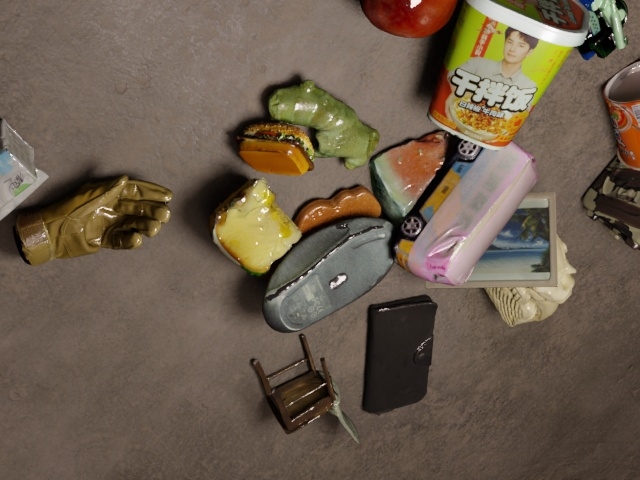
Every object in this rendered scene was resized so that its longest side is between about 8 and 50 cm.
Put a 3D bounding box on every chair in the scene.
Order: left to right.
[{"bbox_3d":[-0.033,0.421,2.106,0.186,0.160,0.319,-28,125,-13],"label":"chair"}]

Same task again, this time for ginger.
[{"bbox_3d":[0.010,-0.249,1.770,0.137,0.089,0.290,-28,137,27],"label":"ginger"}]

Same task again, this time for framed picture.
[{"bbox_3d":[0.408,0.000,1.951,0.315,0.231,0.024,-3,171,18],"label":"framed picture"}]

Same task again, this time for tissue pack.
[{"bbox_3d":[-0.643,-0.091,1.533,0.229,0.159,0.145,-37,127,0],"label":"tissue pack"}]

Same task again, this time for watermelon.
[{"bbox_3d":[0.254,-0.154,1.926,0.257,0.140,0.192,-35,135,-10],"label":"watermelon"}]

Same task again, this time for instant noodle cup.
[{"bbox_3d":[0.382,-0.379,1.724,0.294,0.293,0.307,1,131,-24],"label":"instant noodle cup"},{"bbox_3d":[0.827,-0.321,1.993,0.250,0.250,0.192,-36,118,-1],"label":"instant noodle cup"}]

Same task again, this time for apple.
[{"bbox_3d":[0.183,-0.521,1.608,0.234,0.234,0.233,-11,122,-18],"label":"apple"}]

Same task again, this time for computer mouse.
[{"bbox_3d":[0.016,0.069,1.888,0.374,0.114,0.203,-31,126,-14],"label":"computer mouse"}]

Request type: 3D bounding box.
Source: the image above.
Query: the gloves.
[{"bbox_3d":[-0.458,-0.044,1.656,0.331,0.141,0.154,-17,99,-2],"label":"gloves"}]

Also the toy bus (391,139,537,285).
[{"bbox_3d":[0.336,-0.067,1.862,0.386,0.162,0.171,-53,144,-2],"label":"toy bus"}]

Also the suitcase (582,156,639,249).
[{"bbox_3d":[0.886,-0.123,2.059,0.194,0.351,0.339,32,102,-25],"label":"suitcase"}]

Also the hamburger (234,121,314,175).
[{"bbox_3d":[-0.092,-0.197,1.726,0.137,0.166,0.087,57,47,-57],"label":"hamburger"}]

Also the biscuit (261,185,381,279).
[{"bbox_3d":[0.000,0.000,1.936,0.334,0.047,0.202,-41,127,6],"label":"biscuit"}]

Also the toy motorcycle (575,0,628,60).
[{"bbox_3d":[0.578,-0.557,1.817,0.196,0.125,0.331,-37,123,3],"label":"toy motorcycle"}]

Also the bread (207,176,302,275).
[{"bbox_3d":[-0.167,-0.050,1.782,0.174,0.133,0.251,-44,144,-3],"label":"bread"}]

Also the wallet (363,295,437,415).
[{"bbox_3d":[0.218,0.318,2.216,0.197,0.051,0.377,-9,123,-18],"label":"wallet"}]

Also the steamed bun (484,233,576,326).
[{"bbox_3d":[0.546,0.069,2.094,0.203,0.276,0.289,-30,102,-18],"label":"steamed bun"}]
